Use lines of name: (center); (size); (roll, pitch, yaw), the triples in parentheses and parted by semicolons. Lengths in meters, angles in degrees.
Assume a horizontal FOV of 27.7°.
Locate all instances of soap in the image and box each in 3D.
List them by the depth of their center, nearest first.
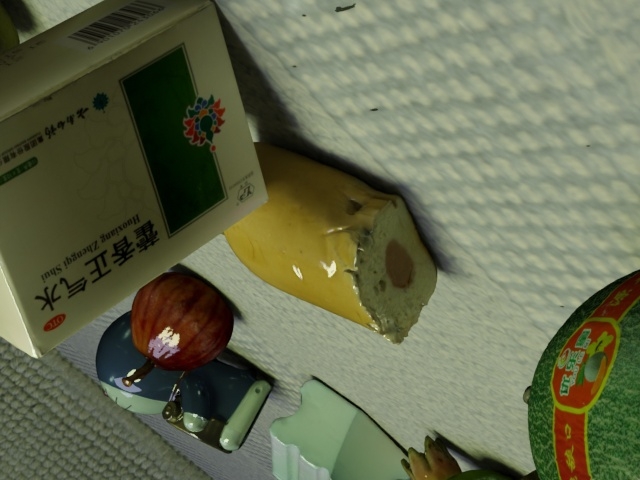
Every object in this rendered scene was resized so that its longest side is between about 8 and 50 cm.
soap: (0.026, 0.291, 1.687); (0.173, 0.095, 0.289); (35, 163, 11)

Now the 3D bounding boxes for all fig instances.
fig: (-0.166, 0.107, 1.543); (0.128, 0.150, 0.128); (-1, 146, -1)

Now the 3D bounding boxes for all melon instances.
melon: (0.205, 0.096, 0.665); (0.182, 0.182, 0.288); (39, 165, -7)

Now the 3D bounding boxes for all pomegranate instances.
pomegranate: (0.159, 0.304, 1.397); (0.205, 0.159, 0.159); (58, 175, 31)

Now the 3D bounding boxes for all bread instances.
bread: (-0.001, 0.002, 0.988); (0.173, 0.085, 0.134); (23, 158, 38)

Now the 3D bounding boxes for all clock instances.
clock: (-0.193, 0.190, 1.784); (0.243, 0.146, 0.199); (30, 179, 6)

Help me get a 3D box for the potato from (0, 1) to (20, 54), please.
potato: (-0.372, -0.199, 1.097); (0.174, 0.159, 0.251); (-22, 136, 41)

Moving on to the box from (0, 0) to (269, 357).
box: (-0.155, -0.051, 0.873); (0.095, 0.212, 0.168); (23, 138, 41)

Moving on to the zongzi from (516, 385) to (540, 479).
zongzi: (0.249, 0.310, 1.269); (0.447, 0.181, 0.418); (60, -170, -8)

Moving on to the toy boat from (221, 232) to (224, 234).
toy boat: (-0.128, -0.045, 1.178); (0.210, 0.052, 0.104); (16, 155, 49)
